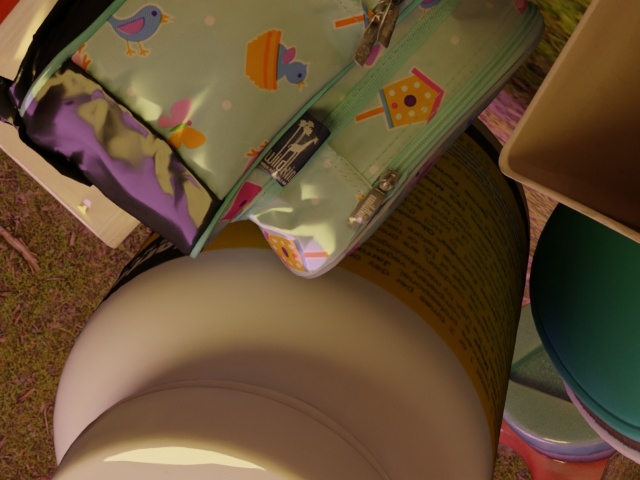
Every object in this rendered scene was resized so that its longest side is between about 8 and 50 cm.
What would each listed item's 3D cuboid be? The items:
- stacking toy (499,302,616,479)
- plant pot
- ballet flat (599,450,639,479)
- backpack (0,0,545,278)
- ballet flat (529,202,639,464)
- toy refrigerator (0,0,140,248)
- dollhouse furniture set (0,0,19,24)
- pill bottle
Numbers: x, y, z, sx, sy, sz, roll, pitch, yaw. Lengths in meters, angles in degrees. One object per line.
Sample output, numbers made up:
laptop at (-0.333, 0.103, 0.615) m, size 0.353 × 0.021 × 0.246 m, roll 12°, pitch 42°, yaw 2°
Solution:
stacking toy at (0.094, 0.102, 1.092) m, size 0.309 × 0.279 × 0.130 m, roll 40°, pitch 165°, yaw 31°
plant pot at (0.138, -0.031, 0.399) m, size 0.096 × 0.109 × 0.109 m, roll 29°, pitch -176°, yaw -37°
ballet flat at (0.238, 0.248, 1.042) m, size 0.123 × 0.123 × 0.349 m, roll 39°, pitch 151°, yaw 26°
backpack at (-0.004, -0.088, 0.491) m, size 0.144 × 0.188 × 0.166 m, roll 34°, pitch -175°, yaw -8°
ballet flat at (0.203, 0.048, 0.555) m, size 0.139 × 0.139 × 0.400 m, roll 42°, pitch 176°, yaw -12°
toy refrigerator at (-0.073, -0.105, 0.710) m, size 0.102 × 0.094 × 0.269 m, roll 43°, pitch -153°, yaw -8°
dollhouse furniture set at (-0.171, -0.168, 0.849) m, size 0.135 × 0.262 × 0.259 m, roll 42°, pitch 143°, yaw 33°
pill bottle at (-0.008, 0.058, 0.643) m, size 0.188 × 0.188 × 0.334 m, roll 41°, pitch -153°, yaw -9°
